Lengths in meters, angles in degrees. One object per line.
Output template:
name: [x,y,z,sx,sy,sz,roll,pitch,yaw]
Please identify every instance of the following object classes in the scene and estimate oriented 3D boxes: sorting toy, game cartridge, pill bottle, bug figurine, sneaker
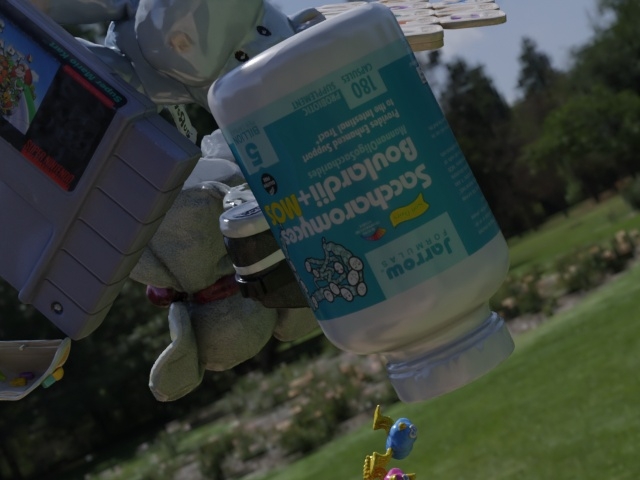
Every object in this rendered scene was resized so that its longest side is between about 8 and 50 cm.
sorting toy: [-0.270,0.120,1.190,0.083,0.045,0.075,-2,21,11]
game cartridge: [-0.294,-0.104,1.206,0.230,0.355,0.068,-57,-11,32]
pill bottle: [0.039,-0.022,0.945,0.146,0.264,0.146,-27,5,3]
bug figurine: [0.094,0.371,1.781,0.072,0.279,0.216,6,-25,-2]
sneaker: [0.000,0.000,1.352,0.217,0.121,0.079,-21,21,-30]

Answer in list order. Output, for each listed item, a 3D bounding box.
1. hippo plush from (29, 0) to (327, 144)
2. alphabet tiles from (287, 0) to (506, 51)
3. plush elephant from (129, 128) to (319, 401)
hippo plush: [-0.138,-0.159,1.248,0.236,0.294,0.234,23,71,47]
alphabet tiles: [0.056,-0.232,1.453,0.278,0.021,0.284,-5,18,2]
plush elephant: [-0.135,0.034,1.584,0.272,0.255,0.330,-16,24,-27]
